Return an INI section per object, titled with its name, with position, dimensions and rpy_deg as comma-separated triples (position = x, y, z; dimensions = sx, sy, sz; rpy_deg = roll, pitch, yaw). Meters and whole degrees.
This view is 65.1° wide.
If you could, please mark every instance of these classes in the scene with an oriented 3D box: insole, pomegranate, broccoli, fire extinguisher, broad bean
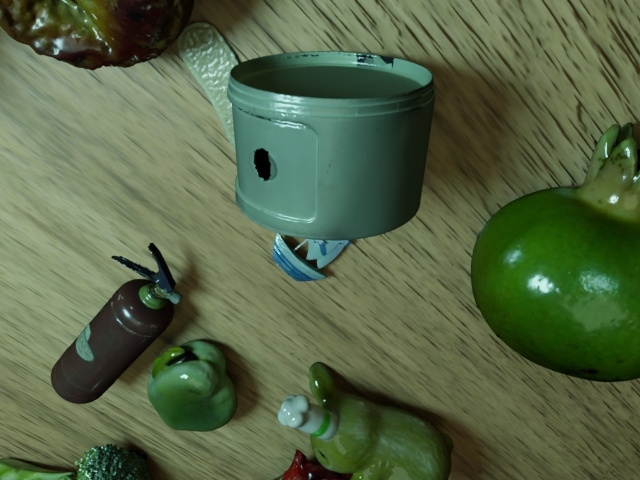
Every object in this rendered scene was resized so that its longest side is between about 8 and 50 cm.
[insole]
position = -0.105, -0.174, 0.678
dimensions = 0.081, 0.011, 0.247
rpy_deg = -24, 117, 17
[pomegranate]
position = 0.376, 0.037, 0.661
dimensions = 0.310, 0.216, 0.358
rpy_deg = 9, 121, 2
[broccoli]
position = -0.535, 0.520, 1.038
dimensions = 0.362, 0.221, 0.252
rpy_deg = 14, 157, -5
[fire extinguisher]
position = -0.336, 0.134, 0.827
dimensions = 0.138, 0.102, 0.344
rpy_deg = 38, 116, -16
[broad bean]
position = -0.236, 0.275, 0.913
dimensions = 0.170, 0.100, 0.227
rpy_deg = -2, 123, 12

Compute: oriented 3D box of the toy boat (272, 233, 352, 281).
[toy boat]
position = 0.000, 0.011, 0.782
dimensions = 0.150, 0.034, 0.105
rpy_deg = -22, 116, 2

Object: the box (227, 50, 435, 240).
[box]
position = 0.010, -0.120, 0.580
dimensions = 0.226, 0.226, 0.149
rpy_deg = 2, 121, 2

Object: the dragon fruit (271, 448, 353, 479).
[dragon fruit]
position = 0.000, 0.560, 1.082
dimensions = 0.286, 0.228, 0.328
rpy_deg = -6, 104, -30

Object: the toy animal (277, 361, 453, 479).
[toy animal]
position = 0.061, 0.364, 0.907
dimensions = 0.363, 0.181, 0.180
rpy_deg = 27, 109, -15

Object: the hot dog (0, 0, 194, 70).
[hot dog]
position = -0.246, -0.359, 0.478
dimensions = 0.267, 0.174, 0.387
rpy_deg = 6, 121, -3
